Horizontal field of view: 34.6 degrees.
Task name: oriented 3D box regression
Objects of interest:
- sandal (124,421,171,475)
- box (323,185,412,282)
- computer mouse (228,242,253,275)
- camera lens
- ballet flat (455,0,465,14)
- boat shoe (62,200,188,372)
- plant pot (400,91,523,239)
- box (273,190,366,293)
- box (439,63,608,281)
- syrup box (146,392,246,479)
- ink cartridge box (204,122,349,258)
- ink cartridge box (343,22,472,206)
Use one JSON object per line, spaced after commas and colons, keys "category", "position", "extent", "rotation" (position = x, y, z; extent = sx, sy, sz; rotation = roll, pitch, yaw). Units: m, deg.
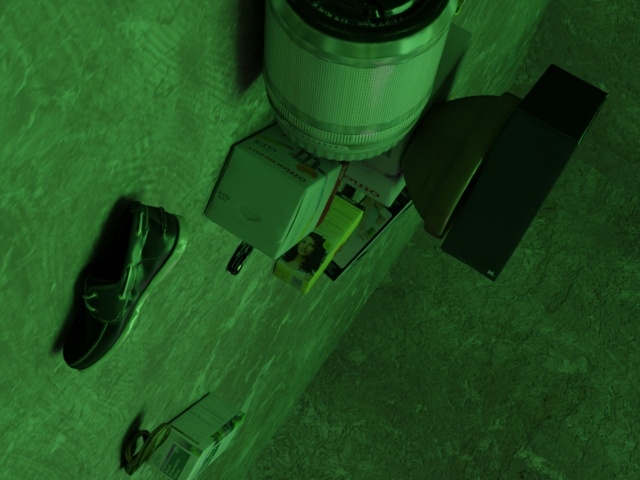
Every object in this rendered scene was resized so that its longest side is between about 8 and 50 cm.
{"category": "sandal", "position": [-0.317, 0.362, 1.808], "extent": [0.072, 0.049, 0.180], "rotation": [-44, 177, -38]}
{"category": "box", "position": [0.116, -0.047, 2.368], "extent": [0.290, 0.087, 0.169], "rotation": [-47, 175, 22]}
{"category": "computer mouse", "position": [-0.082, -0.040, 1.769], "extent": [0.242, 0.041, 0.071], "rotation": [-58, 171, 1]}
{"category": "camera lens", "position": [0.040, -0.248, 1.248], "extent": [0.219, 0.219, 0.274], "rotation": [-54, 169, -24]}
{"category": "ballet flat", "position": [0.237, -0.467, 1.933], "extent": [0.231, 0.077, 0.077], "rotation": [20, 61, -82]}
{"category": "boat shoe", "position": [-0.248, 0.055, 1.213], "extent": [0.079, 0.084, 0.233], "rotation": [20, 112, -41]}
{"category": "plant pot", "position": [0.195, -0.129, 1.520], "extent": [0.237, 0.110, 0.237], "rotation": [-55, 169, -16]}
{"category": "box", "position": [0.000, 0.000, 2.149], "extent": [0.232, 0.087, 0.058], "rotation": [-53, 169, -33]}
{"category": "box", "position": [0.291, -0.097, 1.478], "extent": [0.184, 0.103, 0.261], "rotation": [-51, 168, -52]}
{"category": "syrup box", "position": [-0.248, 0.401, 2.087], "extent": [0.093, 0.096, 0.237], "rotation": [-61, 171, 16]}
{"category": "ink cartridge box", "position": [-0.061, -0.078, 1.511], "extent": [0.127, 0.128, 0.176], "rotation": [-65, 169, 28]}
{"category": "ink cartridge box", "position": [0.086, -0.223, 1.598], "extent": [0.197, 0.198, 0.270], "rotation": [-55, 170, -20]}
